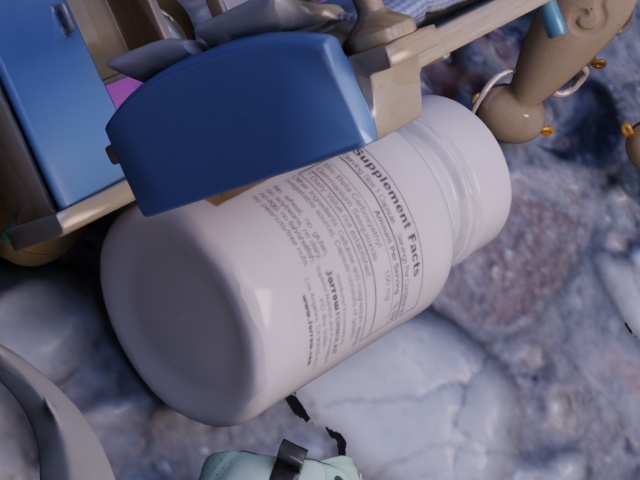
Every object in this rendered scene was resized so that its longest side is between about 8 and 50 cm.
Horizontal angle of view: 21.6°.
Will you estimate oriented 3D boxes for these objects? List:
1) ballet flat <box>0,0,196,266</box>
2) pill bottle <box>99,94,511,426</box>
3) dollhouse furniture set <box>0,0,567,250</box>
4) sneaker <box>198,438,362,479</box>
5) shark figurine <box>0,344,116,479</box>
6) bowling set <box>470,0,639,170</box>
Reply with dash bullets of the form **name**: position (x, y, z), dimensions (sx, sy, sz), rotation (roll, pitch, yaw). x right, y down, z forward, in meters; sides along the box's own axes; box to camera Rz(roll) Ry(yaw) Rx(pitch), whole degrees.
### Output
- **ballet flat**: position (-0.119, -0.080, 0.965), dimensions (0.080, 0.073, 0.232), rotation (31, 50, -9)
- **pill bottle**: position (0.000, 0.000, 0.948), dimensions (0.229, 0.131, 0.131), rotation (-29, 79, -40)
- **dollhouse furniture set**: position (-0.020, -0.152, 0.813), dimensions (0.286, 0.303, 0.198), rotation (-31, 102, -44)
- **sneaker**: position (0.040, 0.193, 0.871), dimensions (0.256, 0.094, 0.151), rotation (23, 59, -14)
- **shark figurine**: position (-0.130, 0.136, 0.766), dimensions (0.166, 0.116, 0.278), rotation (-6, 68, 0)
- **bowling set**: position (0.156, -0.166, 1.162), dimensions (0.287, 0.154, 0.200), rotation (25, 33, -14)
